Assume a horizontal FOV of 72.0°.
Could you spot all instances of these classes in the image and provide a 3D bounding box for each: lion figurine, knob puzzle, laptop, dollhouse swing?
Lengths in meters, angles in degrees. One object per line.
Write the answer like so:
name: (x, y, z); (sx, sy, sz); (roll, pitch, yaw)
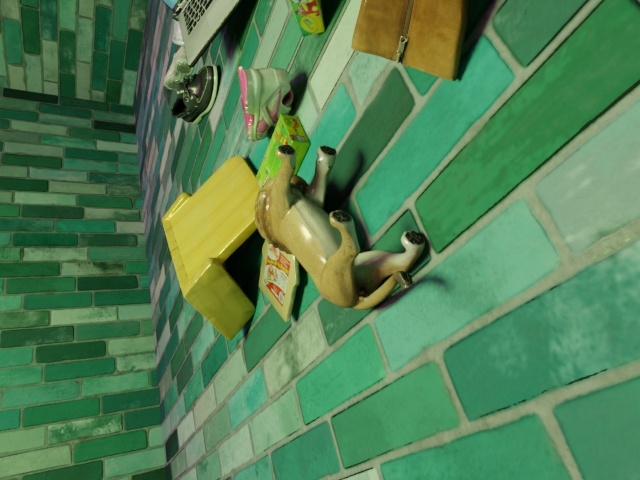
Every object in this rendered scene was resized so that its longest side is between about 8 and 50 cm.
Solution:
lion figurine: (0.000, 0.000, 0.727); (0.392, 0.142, 0.240); (58, 145, 37)
knob puzzle: (-0.082, 0.051, 0.973); (0.213, 0.029, 0.214); (-2, 88, 61)
laptop: (-0.366, -0.773, 1.171); (0.381, 0.236, 0.408); (-38, 56, 31)
dollhouse swing: (-0.237, 0.005, 1.218); (0.347, 0.304, 0.315); (53, 175, 47)

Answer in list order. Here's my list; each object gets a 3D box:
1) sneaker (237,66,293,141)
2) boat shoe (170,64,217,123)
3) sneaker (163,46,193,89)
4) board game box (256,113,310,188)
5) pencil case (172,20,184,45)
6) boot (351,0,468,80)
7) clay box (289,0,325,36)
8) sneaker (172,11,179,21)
sneaker: (-0.115, -0.294, 0.974); (0.252, 0.111, 0.103); (140, 119, -80)
boat shoe: (-0.452, -0.513, 1.549); (0.340, 0.112, 0.127); (-11, 80, 60)
sneaker: (-0.582, -0.712, 1.825); (0.232, 0.090, 0.116); (-24, 62, 48)
board game box: (-0.087, -0.173, 0.972); (0.181, 0.043, 0.092); (-59, 42, 42)
pencil case: (-0.454, -0.824, 1.560); (0.124, 0.113, 0.274); (33, 119, 34)
boot: (0.164, -0.305, 0.459); (0.263, 0.096, 0.281); (20, 131, 16)
clay box: (-0.041, -0.480, 0.761); (0.222, 0.053, 0.128); (40, -137, -74)
sneaker: (-0.376, -0.746, 1.379); (0.282, 0.153, 0.099); (10, 99, 60)
